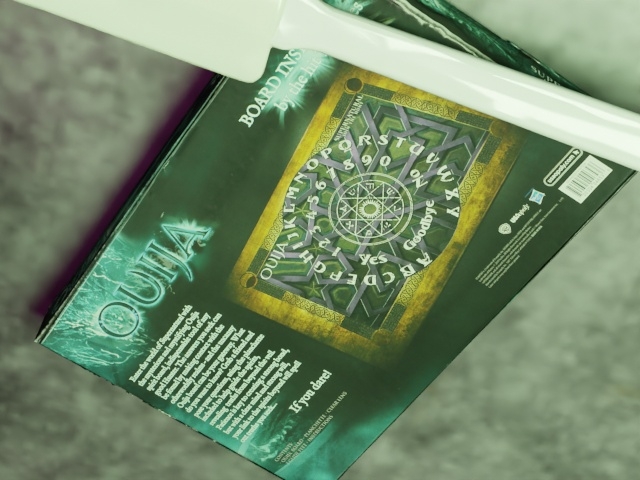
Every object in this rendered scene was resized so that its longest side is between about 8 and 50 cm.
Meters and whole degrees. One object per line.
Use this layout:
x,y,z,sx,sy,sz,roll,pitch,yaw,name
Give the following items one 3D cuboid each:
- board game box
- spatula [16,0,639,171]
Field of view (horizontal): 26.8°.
0.000,0.000,0.458,0.126,0.026,0.186,32,121,-14,board game box
0.043,-0.106,0.368,0.242,0.019,0.168,18,109,-7,spatula
